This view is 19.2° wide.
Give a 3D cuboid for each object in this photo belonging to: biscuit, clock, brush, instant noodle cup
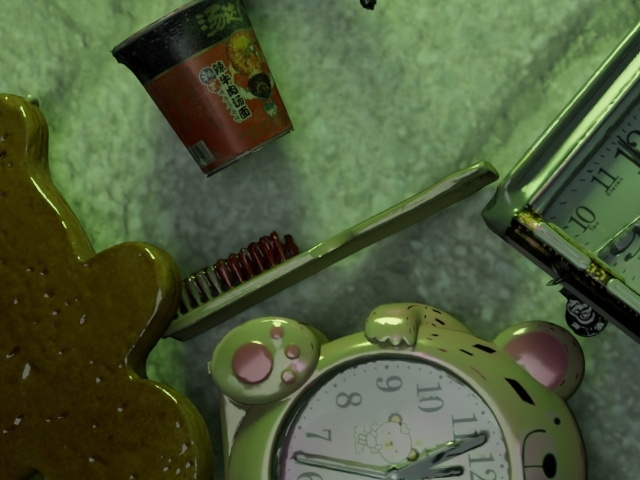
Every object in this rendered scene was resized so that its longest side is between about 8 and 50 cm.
[{"bbox_3d":[-0.231,0.097,1.642,0.283,0.064,0.432,-49,64,13],"label":"biscuit"},{"bbox_3d":[0.271,-0.047,1.496,0.186,0.083,0.253,39,83,18],"label":"clock"},{"bbox_3d":[0.070,0.193,1.561,0.309,0.114,0.284,-6,81,9],"label":"clock"},{"bbox_3d":[0.000,0.000,1.620,0.321,0.060,0.050,-27,74,15],"label":"brush"},{"bbox_3d":[-0.092,-0.133,1.613,0.127,0.127,0.136,-27,93,15],"label":"instant noodle cup"}]

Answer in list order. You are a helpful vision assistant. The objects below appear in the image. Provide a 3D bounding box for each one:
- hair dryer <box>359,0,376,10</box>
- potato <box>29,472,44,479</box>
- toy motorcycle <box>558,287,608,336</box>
[{"bbox_3d":[-0.032,-0.259,1.585,0.195,0.075,0.219,-42,67,5],"label":"hair dryer"},{"bbox_3d":[-0.250,0.302,1.658,0.203,0.178,0.158,4,110,-9],"label":"potato"},{"bbox_3d":[0.282,0.040,1.544,0.173,0.058,0.100,10,88,13],"label":"toy motorcycle"}]
